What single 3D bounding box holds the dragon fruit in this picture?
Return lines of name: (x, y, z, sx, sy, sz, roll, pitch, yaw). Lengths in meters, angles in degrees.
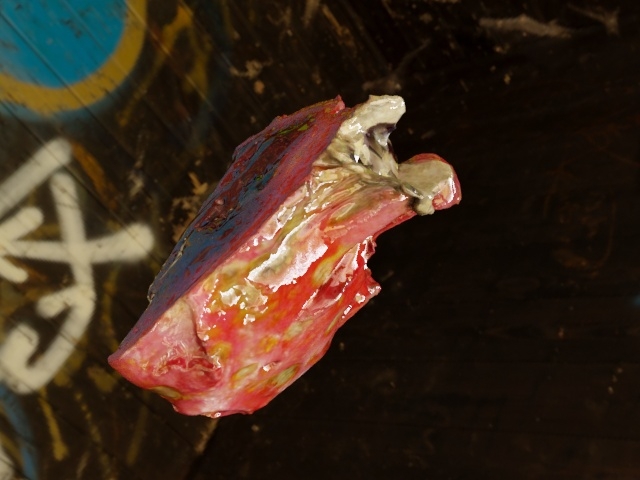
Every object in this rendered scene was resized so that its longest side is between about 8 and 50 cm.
dragon fruit: (0.000, 0.000, 0.576, 0.211, 0.134, 0.262, -38, -162, 38)
